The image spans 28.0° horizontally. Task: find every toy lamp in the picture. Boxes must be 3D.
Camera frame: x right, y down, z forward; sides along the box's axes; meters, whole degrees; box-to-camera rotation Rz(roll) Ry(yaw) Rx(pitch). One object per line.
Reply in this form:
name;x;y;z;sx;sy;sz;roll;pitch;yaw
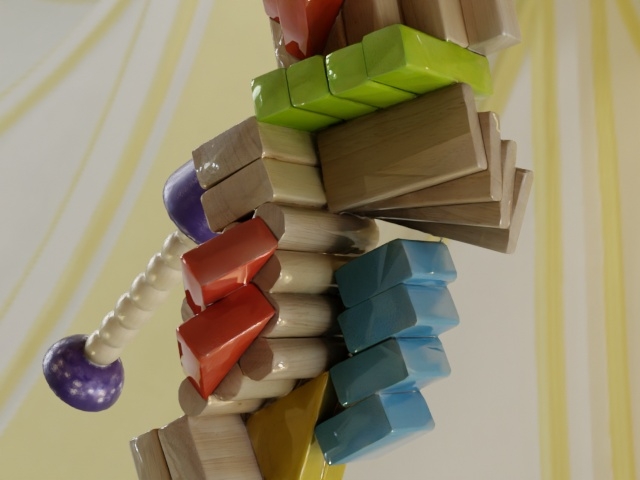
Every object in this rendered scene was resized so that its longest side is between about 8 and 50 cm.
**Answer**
toy lamp;-0.121;0.025;0.965;0.080;0.274;0.080;27;-145;-21

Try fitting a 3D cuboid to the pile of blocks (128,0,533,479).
pile of blocks;0.000;0.000;0.595;0.149;0.113;0.362;13;-85;35
